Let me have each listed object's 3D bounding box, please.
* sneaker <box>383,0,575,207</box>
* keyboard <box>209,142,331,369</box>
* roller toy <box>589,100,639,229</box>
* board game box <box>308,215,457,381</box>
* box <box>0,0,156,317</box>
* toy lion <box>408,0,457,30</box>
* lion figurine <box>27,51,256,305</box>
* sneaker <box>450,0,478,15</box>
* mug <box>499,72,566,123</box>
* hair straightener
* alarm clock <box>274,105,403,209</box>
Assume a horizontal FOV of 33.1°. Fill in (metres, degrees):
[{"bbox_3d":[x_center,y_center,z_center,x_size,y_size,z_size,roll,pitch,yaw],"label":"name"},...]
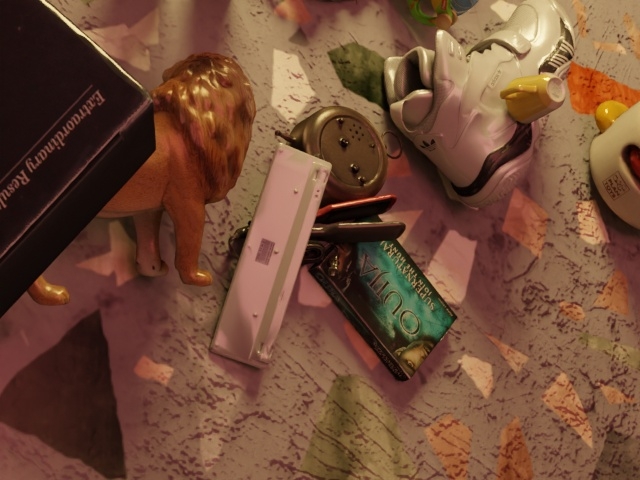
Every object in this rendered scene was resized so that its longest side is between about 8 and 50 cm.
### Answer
[{"bbox_3d":[0.219,-0.242,1.487,0.210,0.137,0.366,36,60,-23],"label":"sneaker"},{"bbox_3d":[-0.055,0.017,1.243,0.072,0.014,0.256,20,78,-11],"label":"keyboard"},{"bbox_3d":[0.514,-0.116,1.648,0.209,0.146,0.191,26,52,-19],"label":"roller toy"},{"bbox_3d":[0.082,0.068,1.357,0.186,0.026,0.126,51,53,-10],"label":"board game box"},{"bbox_3d":[-0.374,-0.119,0.877,0.395,0.212,0.293,42,81,-1],"label":"box"},{"bbox_3d":[0.146,-0.350,1.490,0.034,0.096,0.100,-45,147,-53],"label":"toy lion"},{"bbox_3d":[-0.226,-0.069,1.084,0.392,0.142,0.240,-9,104,-43],"label":"lion figurine"},{"bbox_3d":[0.145,-0.402,1.534,0.211,0.081,0.080,44,54,7],"label":"sneaker"},{"bbox_3d":[0.281,-0.186,1.403,0.078,0.064,0.062,-35,102,-31],"label":"mug"},{"bbox_3d":[0.000,0.000,1.284,0.230,0.047,0.089,-7,63,-26],"label":"hair straightener"},{"bbox_3d":[0.039,-0.109,1.368,0.192,0.064,0.129,-18,85,-41],"label":"alarm clock"}]
